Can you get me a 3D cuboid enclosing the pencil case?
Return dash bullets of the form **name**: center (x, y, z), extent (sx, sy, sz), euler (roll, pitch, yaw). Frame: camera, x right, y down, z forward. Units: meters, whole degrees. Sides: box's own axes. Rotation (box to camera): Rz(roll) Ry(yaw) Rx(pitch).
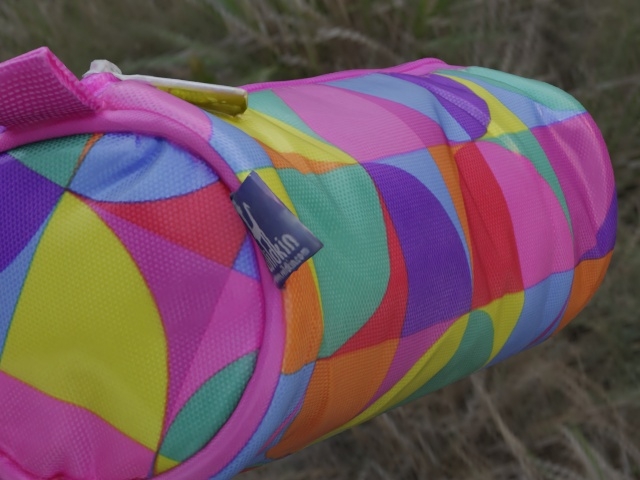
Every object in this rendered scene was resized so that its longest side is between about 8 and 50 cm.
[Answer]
- **pencil case**: center (0.000, 0.000, 0.463), extent (0.104, 0.236, 0.104), euler (2, 96, 26)
